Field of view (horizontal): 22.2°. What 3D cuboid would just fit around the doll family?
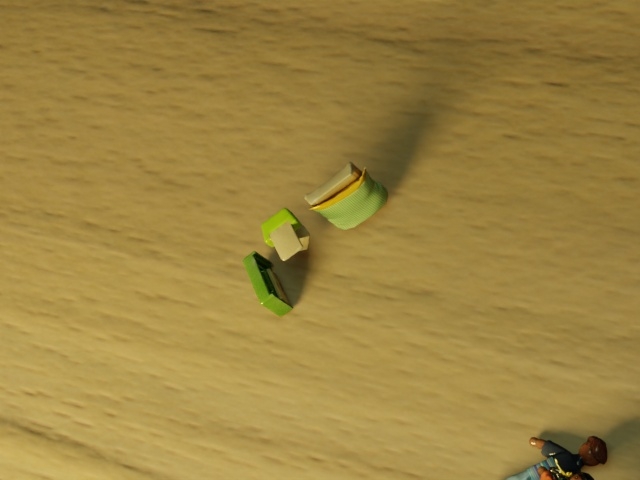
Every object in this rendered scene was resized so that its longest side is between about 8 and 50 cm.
[{"bbox_3d":[0.203,0.228,1.313,0.111,0.076,0.193,-33,54,7],"label":"doll family"}]

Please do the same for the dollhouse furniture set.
[{"bbox_3d":[0.000,0.000,1.511,0.151,0.076,0.059,-36,54,12],"label":"dollhouse furniture set"}]
